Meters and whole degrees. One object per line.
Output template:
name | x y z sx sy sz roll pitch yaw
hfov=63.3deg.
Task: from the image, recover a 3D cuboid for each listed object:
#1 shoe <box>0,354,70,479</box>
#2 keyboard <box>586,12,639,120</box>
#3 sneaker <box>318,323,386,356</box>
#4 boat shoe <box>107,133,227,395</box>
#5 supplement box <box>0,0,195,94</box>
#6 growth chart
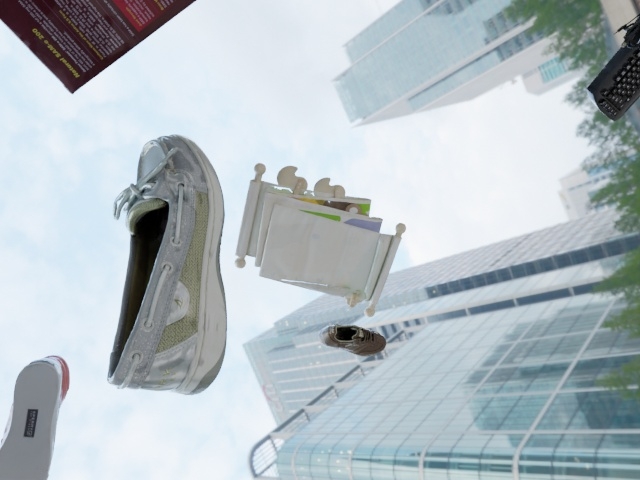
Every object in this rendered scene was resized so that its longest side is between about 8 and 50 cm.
shoe | -0.342 0.228 0.621 0.063 0.081 0.178 11 -97 -14
keyboard | 0.394 -0.233 0.599 0.100 0.192 0.038 23 -156 -26
sneaker | 0.091 0.241 1.262 0.188 0.071 0.066 9 -118 -25
boat shoe | -0.175 0.006 0.565 0.103 0.118 0.321 17 -128 -41
supplement box | -0.224 -0.286 0.564 0.130 0.239 0.073 52 -169 -35
growth chart | 0.000 0.000 0.708 0.237 0.172 0.021 20 -163 -12
